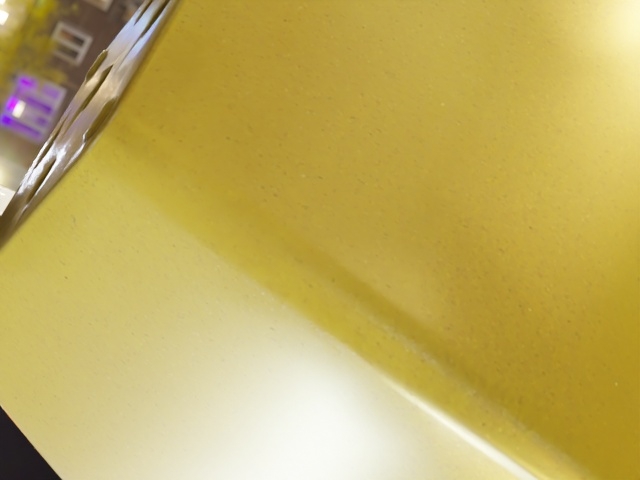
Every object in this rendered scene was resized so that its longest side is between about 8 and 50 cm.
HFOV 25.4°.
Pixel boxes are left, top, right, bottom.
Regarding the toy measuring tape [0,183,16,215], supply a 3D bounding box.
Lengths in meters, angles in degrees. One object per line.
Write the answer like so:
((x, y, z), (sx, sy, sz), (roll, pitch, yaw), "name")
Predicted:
((-0.306, -0.022, 1.156), (0.121, 0.330, 0.121), (-15, -117, 31), "toy measuring tape")

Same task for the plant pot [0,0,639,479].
((0.000, 0.000, 0.489), (0.212, 0.187, 0.212), (-37, -157, 48), "plant pot")
